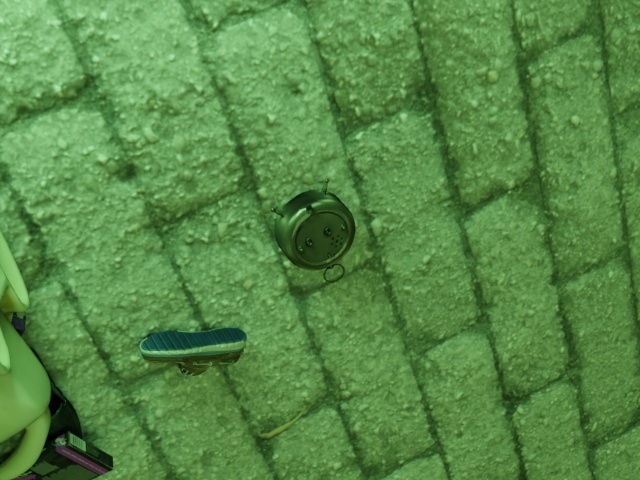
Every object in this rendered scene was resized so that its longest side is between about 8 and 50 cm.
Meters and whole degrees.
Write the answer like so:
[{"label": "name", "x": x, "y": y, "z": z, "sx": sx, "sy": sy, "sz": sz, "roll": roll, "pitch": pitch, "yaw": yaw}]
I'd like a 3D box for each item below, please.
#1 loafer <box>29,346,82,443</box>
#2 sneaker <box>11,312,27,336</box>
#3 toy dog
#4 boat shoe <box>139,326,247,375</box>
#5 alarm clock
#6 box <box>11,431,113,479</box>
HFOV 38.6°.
[{"label": "loafer", "x": -0.441, "y": 0.269, "z": 1.458, "sx": 0.076, "sy": 0.078, "sz": 0.223, "roll": -25, "pitch": 124, "yaw": -11}, {"label": "sneaker", "x": -0.507, "y": 0.172, "z": 1.382, "sx": 0.068, "sy": 0.071, "sz": 0.170, "roll": 32, "pitch": 101, "yaw": -33}, {"label": "toy dog", "x": -0.601, "y": 0.180, "z": 1.240, "sx": 0.407, "sy": 0.285, "sz": 0.396, "roll": -18, "pitch": 122, "yaw": -3}, {"label": "boat shoe", "x": -0.212, "y": 0.192, "z": 1.526, "sx": 0.183, "sy": 0.066, "sz": 0.066, "roll": -1, "pitch": 118, "yaw": -23}, {"label": "alarm clock", "x": 0.000, "y": 0.000, "z": 1.523, "sx": 0.129, "sy": 0.064, "sz": 0.192, "roll": -29, "pitch": 127, "yaw": -7}, {"label": "box", "x": -0.441, "y": 0.376, "z": 1.505, "sx": 0.162, "sy": 0.029, "sz": 0.116, "roll": -27, "pitch": 138, "yaw": 13}]
